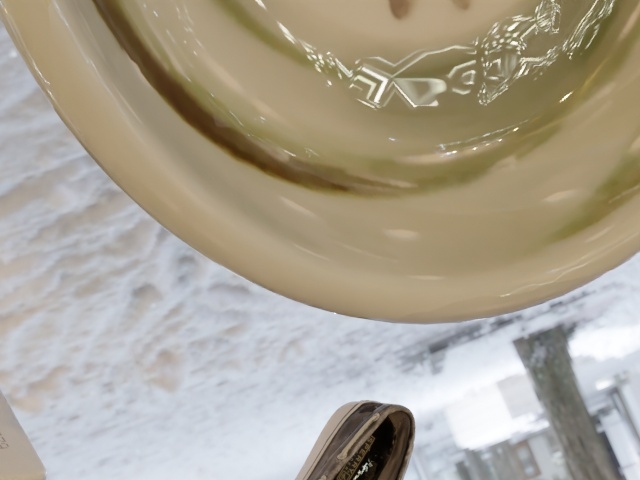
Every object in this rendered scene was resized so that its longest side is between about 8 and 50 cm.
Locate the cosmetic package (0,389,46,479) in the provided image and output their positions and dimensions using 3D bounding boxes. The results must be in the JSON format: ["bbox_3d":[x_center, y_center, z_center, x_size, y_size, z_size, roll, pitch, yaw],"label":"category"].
[{"bbox_3d":[-0.260,0.158,0.596,0.151,0.151,0.183,5,115,-38],"label":"cosmetic package"}]

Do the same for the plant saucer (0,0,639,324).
[{"bbox_3d":[0.049,-0.171,0.439,0.401,0.400,0.100,-15,-160,-25],"label":"plant saucer"}]

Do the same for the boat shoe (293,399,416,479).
[{"bbox_3d":[0.014,0.304,1.171,0.102,0.108,0.301,-14,-141,59],"label":"boat shoe"}]
